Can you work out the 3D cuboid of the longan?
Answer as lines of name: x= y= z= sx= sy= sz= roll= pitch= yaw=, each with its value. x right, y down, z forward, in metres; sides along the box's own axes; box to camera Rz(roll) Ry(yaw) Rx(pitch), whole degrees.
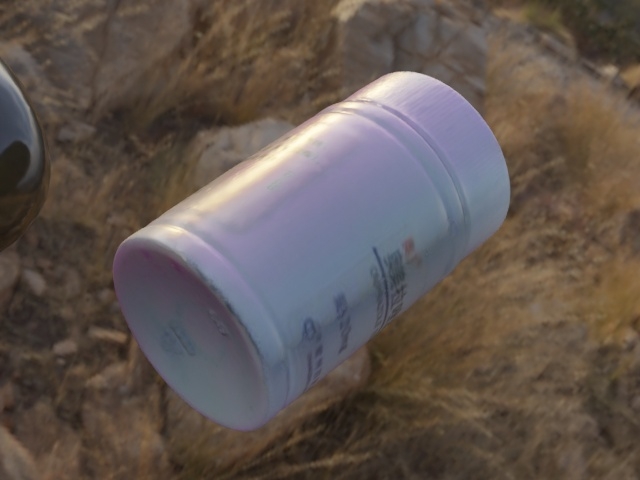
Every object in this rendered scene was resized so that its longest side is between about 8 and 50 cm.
longan: x=-0.306 y=-0.071 z=0.909 sx=0.220 sy=0.196 sz=0.196 roll=3 pitch=33 yaw=12

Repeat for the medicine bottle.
medicine bottle: x=0.000 y=0.000 z=0.864 sx=0.152 sy=0.152 sz=0.254 roll=43 pitch=56 yaw=18
